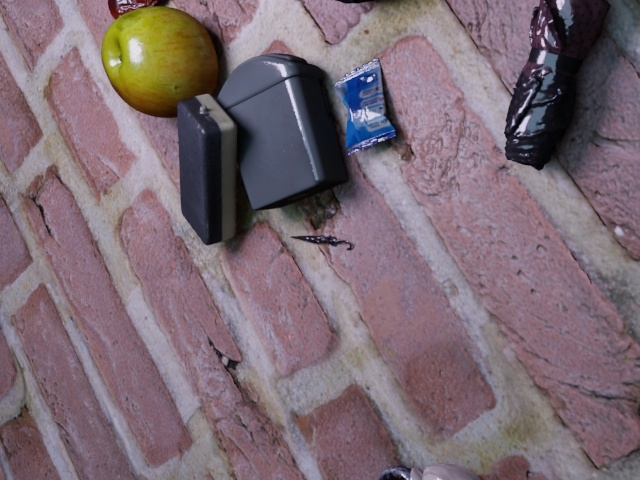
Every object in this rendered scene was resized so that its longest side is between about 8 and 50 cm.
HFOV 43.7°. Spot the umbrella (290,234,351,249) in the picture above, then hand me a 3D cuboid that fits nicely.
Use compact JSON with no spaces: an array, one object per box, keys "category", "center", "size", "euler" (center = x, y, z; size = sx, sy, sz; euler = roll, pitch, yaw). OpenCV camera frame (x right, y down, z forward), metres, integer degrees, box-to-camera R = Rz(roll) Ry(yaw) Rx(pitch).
[{"category":"umbrella","center":[0.000,-0.003,1.317],"size":[0.122,0.013,0.022],"euler":[10,120,32]}]

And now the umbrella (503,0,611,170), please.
[{"category":"umbrella","center":[0.313,-0.255,1.042],"size":[0.090,0.094,0.326],"euler":[-119,41,-70]}]

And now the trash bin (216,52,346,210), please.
[{"category":"trash bin","center":[-0.066,-0.183,1.299],"size":[0.176,0.101,0.236],"euler":[-20,84,32]}]

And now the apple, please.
[{"category":"apple","center":[-0.283,-0.313,1.390],"size":[0.195,0.196,0.196],"euler":[3,95,34]}]

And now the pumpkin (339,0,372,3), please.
[{"category":"pumpkin","center":[0.054,-0.449,1.172],"size":[0.201,0.140,0.202],"euler":[3,95,37]}]

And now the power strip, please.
[{"category":"power strip","center":[-0.187,-0.119,1.334],"size":[0.105,0.070,0.257],"euler":[48,147,36]}]

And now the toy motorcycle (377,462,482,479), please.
[{"category":"toy motorcycle","center":[0.219,0.447,1.142],"size":[0.223,0.107,0.341],"euler":[-50,60,32]}]

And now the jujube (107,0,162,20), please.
[{"category":"jujube","center":[-0.338,-0.455,1.479],"size":[0.129,0.077,0.077],"euler":[-26,79,28]}]

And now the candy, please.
[{"category":"candy","center":[0.065,-0.209,1.243],"size":[0.088,0.038,0.136],"euler":[-21,73,30]}]
